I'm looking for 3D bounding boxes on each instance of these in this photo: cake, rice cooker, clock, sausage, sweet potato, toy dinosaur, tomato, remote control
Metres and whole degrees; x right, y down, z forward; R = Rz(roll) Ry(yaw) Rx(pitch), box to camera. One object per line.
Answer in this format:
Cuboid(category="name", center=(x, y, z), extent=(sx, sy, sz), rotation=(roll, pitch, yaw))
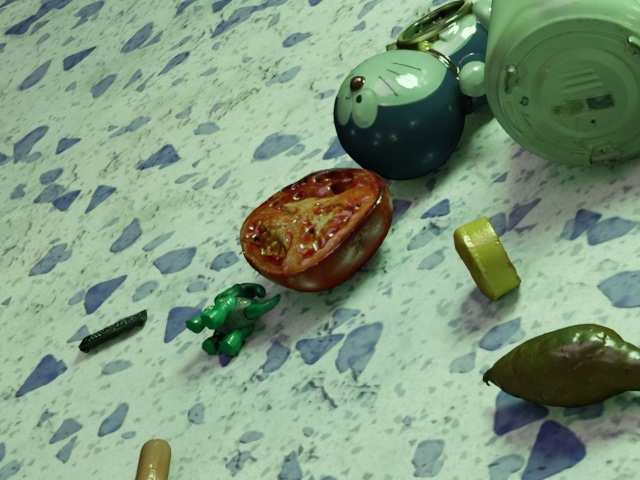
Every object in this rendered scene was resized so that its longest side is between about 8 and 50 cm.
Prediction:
Cuboid(category="cake", center=(0.165, 0.018, 1.827), extent=(0.044, 0.084, 0.084), rotation=(-30, 28, 4))
Cuboid(category="rice cooker", center=(0.283, -0.210, 1.923), extent=(0.226, 0.226, 0.244), rotation=(-22, 32, 21))
Cuboid(category="clock", center=(0.125, -0.173, 2.100), extent=(0.243, 0.146, 0.199), rotation=(-41, 23, -20))
Cuboid(category="sausage", center=(-0.174, 0.237, 1.898), extent=(0.034, 0.034, 0.083), rotation=(-25, 29, 17))
Cuboid(category="sweet potato", center=(0.247, 0.109, 1.612), extent=(0.269, 0.075, 0.075), rotation=(-7, 38, 35))
Cuboid(category="toy dinosaur", center=(-0.092, 0.077, 2.041), extent=(0.132, 0.059, 0.096), rotation=(-12, 29, 50))
Cuboid(category="tomato", center=(0.002, -0.006, 2.035), extent=(0.166, 0.082, 0.174), rotation=(-45, 34, -11))
Cuboid(category="remote control", center=(-0.247, 0.109, 2.191), extent=(0.091, 0.016, 0.034), rotation=(-26, 13, 16))
